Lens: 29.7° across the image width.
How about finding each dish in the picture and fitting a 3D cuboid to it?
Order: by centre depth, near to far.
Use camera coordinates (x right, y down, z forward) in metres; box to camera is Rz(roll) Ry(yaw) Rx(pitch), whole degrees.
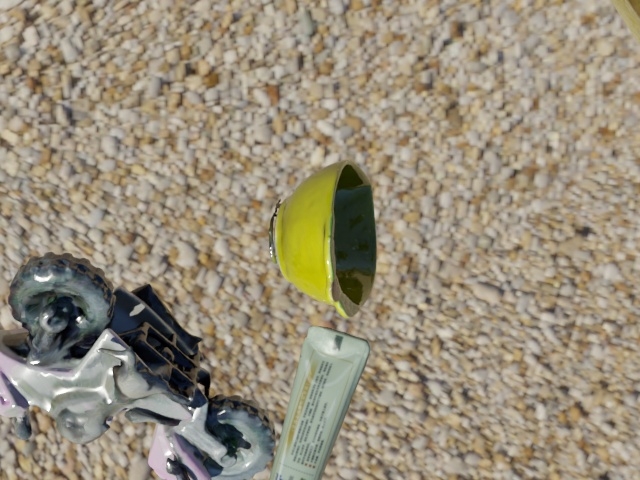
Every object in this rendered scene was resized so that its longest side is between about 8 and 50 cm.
[{"bbox_3d":[0.000,0.000,1.220,0.080,0.207,0.149,-5,119,19],"label":"dish"}]

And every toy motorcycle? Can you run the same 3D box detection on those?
[{"bbox_3d":[-0.202,0.153,1.202,0.188,0.143,0.327,-37,115,20],"label":"toy motorcycle"}]

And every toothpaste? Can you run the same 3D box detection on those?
[{"bbox_3d":[-0.017,0.212,1.200,0.067,0.037,0.255,17,90,10],"label":"toothpaste"}]

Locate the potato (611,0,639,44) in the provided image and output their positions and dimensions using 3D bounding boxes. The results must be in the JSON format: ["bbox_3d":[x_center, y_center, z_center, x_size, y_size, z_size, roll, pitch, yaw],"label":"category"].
[{"bbox_3d":[0.181,-0.088,0.395,0.158,0.203,0.178,-36,79,20],"label":"potato"}]
